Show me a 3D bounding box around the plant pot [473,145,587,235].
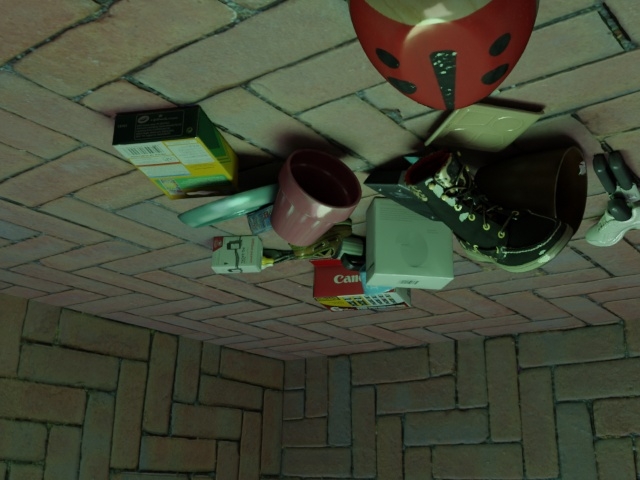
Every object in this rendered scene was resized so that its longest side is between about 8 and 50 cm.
[{"bbox_3d":[0.494,-0.120,1.866,0.230,0.215,0.215,6,167,37],"label":"plant pot"}]

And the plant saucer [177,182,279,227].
[{"bbox_3d":[-0.210,-0.088,1.997,0.318,0.043,0.317,-18,180,0],"label":"plant saucer"}]

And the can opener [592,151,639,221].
[{"bbox_3d":[0.752,-0.127,1.951,0.076,0.095,0.283,-10,158,28],"label":"can opener"}]

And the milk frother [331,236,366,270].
[{"bbox_3d":[0.125,0.016,2.434,0.135,0.129,0.143,9,116,-24],"label":"milk frother"}]

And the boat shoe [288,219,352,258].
[{"bbox_3d":[0.000,0.000,2.232,0.111,0.104,0.307,-15,176,33],"label":"boat shoe"}]

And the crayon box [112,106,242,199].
[{"bbox_3d":[-0.324,-0.198,1.828,0.203,0.083,0.323,-4,160,12],"label":"crayon box"}]

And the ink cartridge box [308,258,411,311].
[{"bbox_3d":[0.138,0.154,2.755,0.309,0.130,0.272,-6,159,21],"label":"ink cartridge box"}]

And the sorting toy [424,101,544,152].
[{"bbox_3d":[0.357,-0.253,1.708,0.208,0.038,0.193,2,162,-15],"label":"sorting toy"}]

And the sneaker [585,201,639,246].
[{"bbox_3d":[0.826,-0.060,2.182,0.115,0.090,0.232,19,146,-26],"label":"sneaker"}]

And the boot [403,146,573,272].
[{"bbox_3d":[0.362,-0.073,1.739,0.284,0.138,0.377,44,171,-17],"label":"boot"}]

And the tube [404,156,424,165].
[{"bbox_3d":[0.288,-0.164,1.946,0.080,0.052,0.207,1,161,33],"label":"tube"}]

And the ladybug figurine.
[{"bbox_3d":[0.201,-0.343,1.252,0.305,0.161,0.449,-5,160,16],"label":"ladybug figurine"}]

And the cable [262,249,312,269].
[{"bbox_3d":[-0.128,0.071,2.616,0.287,0.072,0.139,0,166,1],"label":"cable"}]

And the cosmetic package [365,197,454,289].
[{"bbox_3d":[0.248,0.011,2.183,0.224,0.224,0.138,4,163,-7],"label":"cosmetic package"}]

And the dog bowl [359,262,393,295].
[{"bbox_3d":[0.236,0.063,2.338,0.297,0.074,0.166,-34,-167,-33],"label":"dog bowl"}]

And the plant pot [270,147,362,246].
[{"bbox_3d":[-0.028,-0.091,1.860,0.201,0.201,0.180,11,134,-27],"label":"plant pot"}]

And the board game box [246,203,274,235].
[{"bbox_3d":[-0.083,-0.074,2.045,0.194,0.060,0.194,-18,-179,-14],"label":"board game box"}]

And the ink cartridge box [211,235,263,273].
[{"bbox_3d":[-0.267,0.045,2.488,0.150,0.109,0.063,-3,157,11],"label":"ink cartridge box"}]

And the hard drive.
[{"bbox_3d":[0.253,-0.113,1.980,0.255,0.054,0.172,25,172,-30],"label":"hard drive"}]
